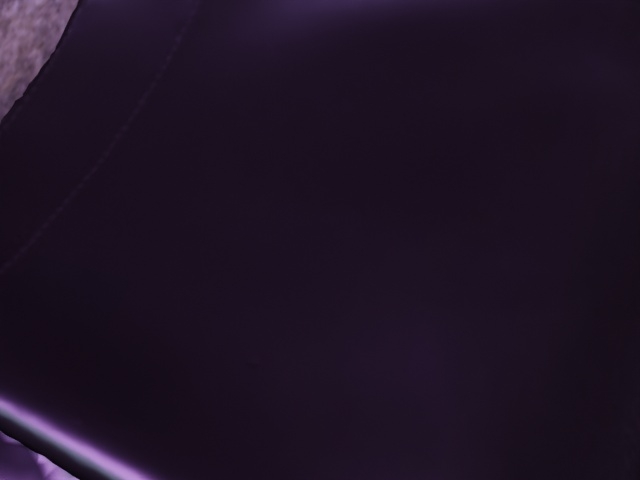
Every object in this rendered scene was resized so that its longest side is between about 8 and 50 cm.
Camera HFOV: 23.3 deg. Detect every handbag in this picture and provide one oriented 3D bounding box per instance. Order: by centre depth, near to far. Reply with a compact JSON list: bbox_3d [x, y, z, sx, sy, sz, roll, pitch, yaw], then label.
[{"bbox_3d":[0.000,0.000,0.470,0.257,0.113,0.285,23,60,10],"label":"handbag"}]
